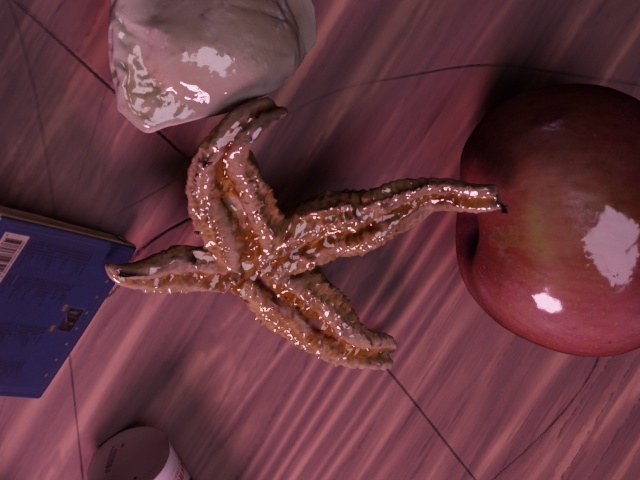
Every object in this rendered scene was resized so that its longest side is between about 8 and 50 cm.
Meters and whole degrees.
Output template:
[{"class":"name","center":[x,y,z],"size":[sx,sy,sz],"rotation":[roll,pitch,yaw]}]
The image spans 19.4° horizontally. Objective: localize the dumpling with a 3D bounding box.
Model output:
[{"class":"dumpling","center":[-0.101,-0.213,1.774],"size":[0.252,0.131,0.179],"rotation":[-26,105,-32]}]

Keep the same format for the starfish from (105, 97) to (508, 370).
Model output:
[{"class":"starfish","center":[0.000,0.000,1.912],"size":[0.432,0.082,0.324],"rotation":[20,128,-37]}]

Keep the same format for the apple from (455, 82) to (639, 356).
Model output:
[{"class":"apple","center":[0.267,-0.017,2.015],"size":[0.235,0.306,0.306],"rotation":[-5,120,-7]}]

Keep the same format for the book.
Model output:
[{"class":"book","center":[-0.291,0.064,1.779],"size":[0.191,0.025,0.269],"rotation":[-56,159,7]}]

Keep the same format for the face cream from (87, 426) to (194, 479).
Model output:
[{"class":"face cream","center":[-0.164,0.305,2.027],"size":[0.096,0.096,0.214],"rotation":[-36,129,-11]}]
